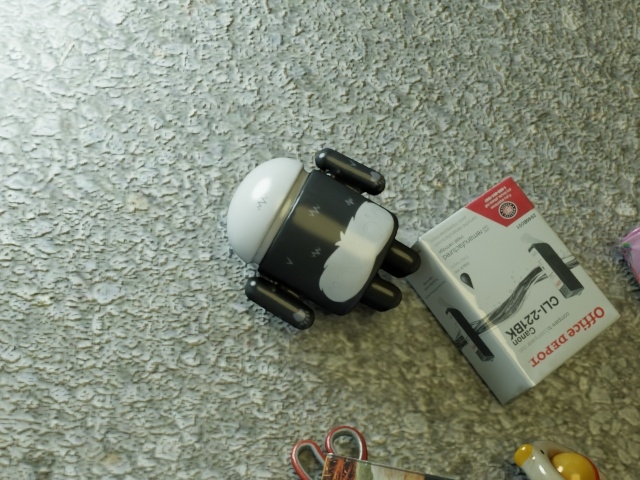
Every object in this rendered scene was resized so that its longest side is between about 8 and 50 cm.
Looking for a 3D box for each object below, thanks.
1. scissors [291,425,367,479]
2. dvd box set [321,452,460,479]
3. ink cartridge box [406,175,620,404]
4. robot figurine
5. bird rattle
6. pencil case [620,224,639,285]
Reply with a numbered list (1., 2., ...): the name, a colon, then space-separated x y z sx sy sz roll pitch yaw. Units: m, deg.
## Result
1. scissors: 0.077 0.364 1.573 0.109 0.021 0.297 -28 56 -23
2. dvd box set: 0.108 0.502 1.463 0.307 0.062 0.421 10 71 14
3. ink cartridge box: 0.279 0.075 1.751 0.197 0.114 0.273 -33 82 -25
4. robot figurine: 0.001 -0.001 1.677 0.278 0.174 0.209 29 41 -3
5. bird rattle: 0.380 0.352 1.646 0.253 0.143 0.207 2 36 -44
6. pencil case: 0.575 0.092 1.827 0.124 0.124 0.284 -21 75 -22
